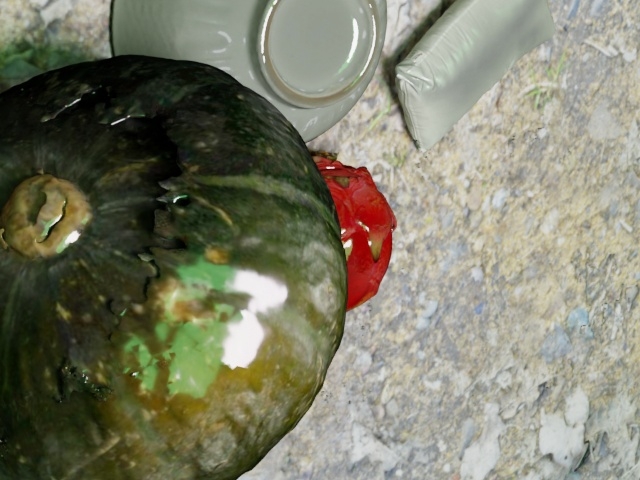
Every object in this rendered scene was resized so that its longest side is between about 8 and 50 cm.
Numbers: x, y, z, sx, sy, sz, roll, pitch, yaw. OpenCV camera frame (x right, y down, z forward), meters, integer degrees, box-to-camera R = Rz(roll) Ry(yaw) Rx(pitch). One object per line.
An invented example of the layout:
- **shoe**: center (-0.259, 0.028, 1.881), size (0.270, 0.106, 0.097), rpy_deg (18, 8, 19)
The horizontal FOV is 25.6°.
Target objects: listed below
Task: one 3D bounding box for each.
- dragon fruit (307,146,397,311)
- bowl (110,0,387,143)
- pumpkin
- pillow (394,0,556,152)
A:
- **dragon fruit**: center (0.000, 0.000, 1.596), size (0.172, 0.172, 0.210), rpy_deg (12, 91, -36)
- **bowl**: center (-0.040, -0.226, 1.500), size (0.337, 0.157, 0.337), rpy_deg (-11, 111, -30)
- **pumpkin**: center (-0.196, 0.039, 1.313), size (0.454, 0.454, 0.344), rpy_deg (-53, 147, -8)
- **pillow**: center (0.191, -0.231, 1.705), size (0.254, 0.078, 0.144), rpy_deg (-44, 134, -14)
